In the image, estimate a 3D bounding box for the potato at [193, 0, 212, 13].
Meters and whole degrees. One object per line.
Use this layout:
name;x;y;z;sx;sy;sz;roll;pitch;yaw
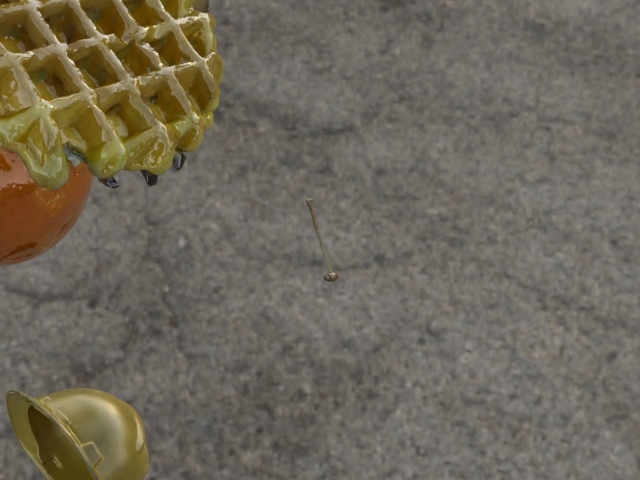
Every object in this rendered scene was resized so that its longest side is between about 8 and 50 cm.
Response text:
potato;-0.272;-0.302;1.588;0.243;0.098;0.138;-4;32;33

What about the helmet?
helmet;-0.336;0.293;1.676;0.140;0.205;0.257;-30;49;-31

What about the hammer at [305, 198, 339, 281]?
hammer;0.000;0.000;1.605;0.029;0.014;0.122;-10;81;-50

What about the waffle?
waffle;-0.205;-0.182;0.914;0.329;0.062;0.329;23;46;-26

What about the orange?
orange;-0.420;-0.094;1.442;0.261;0.261;0.261;1;44;-1
